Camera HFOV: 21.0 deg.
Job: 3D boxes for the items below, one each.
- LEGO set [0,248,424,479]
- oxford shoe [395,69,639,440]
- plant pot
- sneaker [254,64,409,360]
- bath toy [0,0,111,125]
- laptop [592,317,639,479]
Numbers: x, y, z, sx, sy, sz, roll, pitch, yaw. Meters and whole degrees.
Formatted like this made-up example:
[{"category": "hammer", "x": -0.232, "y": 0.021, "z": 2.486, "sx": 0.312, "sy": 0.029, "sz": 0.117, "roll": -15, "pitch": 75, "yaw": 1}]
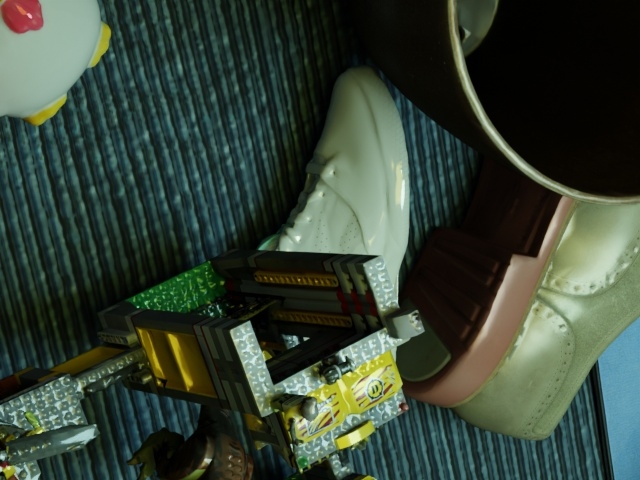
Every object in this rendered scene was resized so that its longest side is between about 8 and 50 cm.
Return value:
[{"category": "LEGO set", "x": -0.065, "y": 0.141, "z": 0.894, "sx": 0.331, "sy": 0.192, "sz": 0.255, "roll": -16, "pitch": 99, "yaw": -30}, {"category": "oxford shoe", "x": 0.177, "y": -0.034, "z": 1.094, "sx": 0.130, "sy": 0.123, "sz": 0.348, "roll": 31, "pitch": 95, "yaw": -30}, {"category": "plant pot", "x": 0.110, "y": -0.141, "z": 0.974, "sx": 0.215, "sy": 0.230, "sz": 0.215, "roll": -4, "pitch": 100, "yaw": -25}, {"category": "sneaker", "x": 0.000, "y": 0.000, "z": 1.038, "sx": 0.094, "sy": 0.080, "sz": 0.212, "roll": 1, "pitch": 99, "yaw": -11}, {"category": "bath toy", "x": -0.234, "y": -0.018, "z": 0.865, "sx": 0.129, "sy": 0.151, "sz": 0.348, "roll": 43, "pitch": 73, "yaw": -42}, {"category": "laptop", "x": 0.421, "y": 0.086, "z": 1.160, "sx": 0.236, "sy": 0.408, "sz": 0.382, "roll": -30, "pitch": 115, "yaw": -53}]
